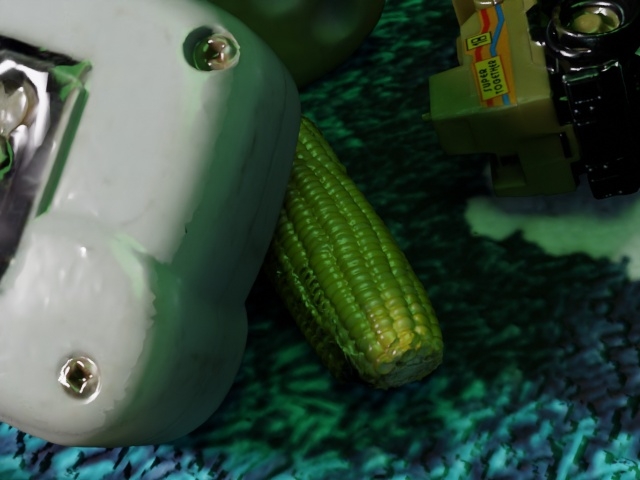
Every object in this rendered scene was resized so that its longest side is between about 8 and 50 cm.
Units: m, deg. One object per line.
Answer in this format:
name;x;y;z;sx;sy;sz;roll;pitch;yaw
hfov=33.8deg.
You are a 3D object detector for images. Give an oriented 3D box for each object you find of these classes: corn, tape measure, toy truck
corn;0.000;0.000;0.580;0.072;0.072;0.203;-24;52;-12
tape measure;-0.156;-0.023;0.537;0.258;0.130;0.265;15;85;20
toy truck;0.134;-0.143;0.653;0.127;0.127;0.257;-10;47;19

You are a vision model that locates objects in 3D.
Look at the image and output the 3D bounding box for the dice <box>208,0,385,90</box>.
dice;-0.062;-0.204;0.697;0.166;0.169;0.169;-22;51;-9
